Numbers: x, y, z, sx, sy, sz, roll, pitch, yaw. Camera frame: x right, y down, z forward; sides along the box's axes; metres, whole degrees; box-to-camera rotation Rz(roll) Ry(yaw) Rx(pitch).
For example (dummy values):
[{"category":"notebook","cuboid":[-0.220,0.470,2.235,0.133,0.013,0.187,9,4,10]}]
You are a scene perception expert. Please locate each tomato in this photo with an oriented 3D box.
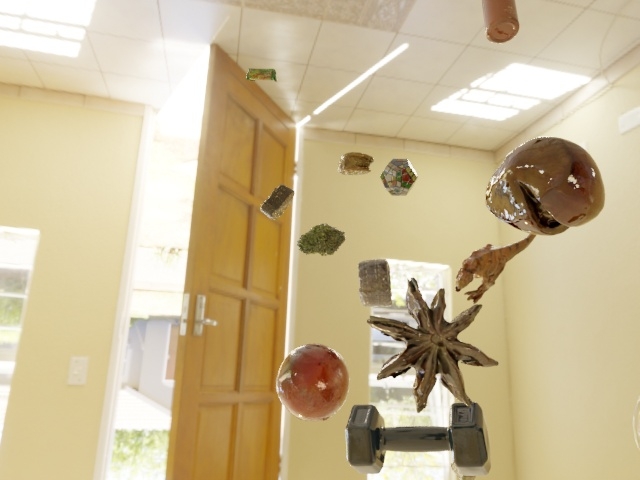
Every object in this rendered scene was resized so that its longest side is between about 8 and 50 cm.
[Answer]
[{"category":"tomato","cuboid":[-0.022,0.389,1.396,0.208,0.208,0.184,-5,122,25]}]

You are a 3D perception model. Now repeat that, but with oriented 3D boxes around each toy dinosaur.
[{"category":"toy dinosaur","cuboid":[0.461,0.060,1.363,0.432,0.097,0.208,-28,153,-36]}]

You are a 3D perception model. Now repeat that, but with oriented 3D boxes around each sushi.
[{"category":"sushi","cuboid":[-0.167,-0.152,2.003,0.078,0.150,0.090,35,158,10]}]

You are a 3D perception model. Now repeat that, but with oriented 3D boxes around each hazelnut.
[{"category":"hazelnut","cuboid":[0.495,-0.115,1.116,0.217,0.217,0.251,11,166,-30]}]

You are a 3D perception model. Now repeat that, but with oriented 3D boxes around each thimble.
[{"category":"thimble","cuboid":[0.170,0.133,1.560,0.097,0.150,0.150,-5,164,10]}]

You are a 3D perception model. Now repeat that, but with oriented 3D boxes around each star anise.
[{"category":"star anise","cuboid":[0.226,0.202,1.011,0.288,0.288,0.088,5,162,-11]}]

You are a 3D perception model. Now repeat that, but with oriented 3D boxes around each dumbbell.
[{"category":"dumbbell","cuboid":[0.220,0.451,1.145,0.316,0.157,0.143,-8,170,20]}]

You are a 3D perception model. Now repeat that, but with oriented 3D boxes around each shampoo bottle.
[{"category":"shampoo bottle","cuboid":[0.456,-0.620,1.292,0.085,0.244,0.085,3,152,1]}]

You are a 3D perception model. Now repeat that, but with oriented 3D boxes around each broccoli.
[{"category":"broccoli","cuboid":[0.000,0.000,1.155,0.095,0.097,0.092,37,170,-23]}]

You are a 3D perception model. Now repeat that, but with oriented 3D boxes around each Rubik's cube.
[{"category":"Rubik's cube","cuboid":[0.224,-0.180,1.434,0.093,0.111,0.111,-10,176,-42]}]

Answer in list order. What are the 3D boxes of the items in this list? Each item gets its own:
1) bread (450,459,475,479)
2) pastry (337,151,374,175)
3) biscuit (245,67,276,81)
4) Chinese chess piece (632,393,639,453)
[{"category":"bread","cuboid":[0.422,0.670,1.455,0.062,0.043,0.109,25,177,-4]},{"category":"pastry","cuboid":[0.103,-0.221,1.471,0.109,0.057,0.097,2,174,23]},{"category":"biscuit","cuboid":[-0.171,-0.482,1.458,0.089,0.046,0.016,-1,154,-3]},{"category":"Chinese chess piece","cuboid":[0.861,0.413,1.070,0.338,0.338,0.140,-4,-158,22]}]
